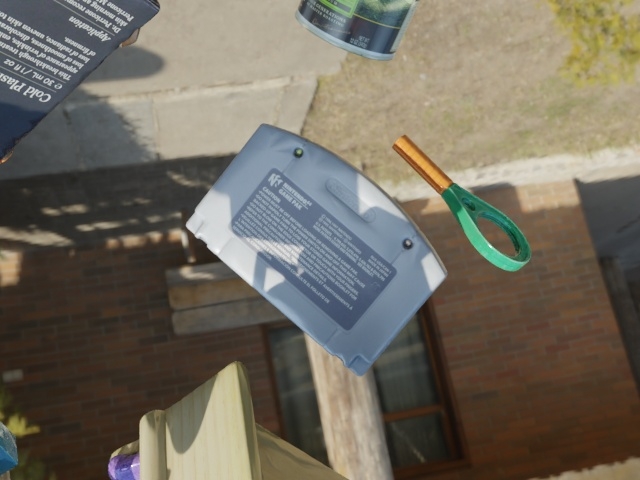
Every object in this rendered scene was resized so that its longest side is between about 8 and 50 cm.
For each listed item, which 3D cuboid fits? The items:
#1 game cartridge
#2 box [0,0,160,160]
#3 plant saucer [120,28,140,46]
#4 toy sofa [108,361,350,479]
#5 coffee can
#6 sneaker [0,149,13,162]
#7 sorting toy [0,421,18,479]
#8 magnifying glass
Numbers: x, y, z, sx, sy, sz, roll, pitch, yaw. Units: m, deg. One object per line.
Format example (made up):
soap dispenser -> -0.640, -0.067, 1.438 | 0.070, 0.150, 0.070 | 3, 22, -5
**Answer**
game cartridge -> 0.000, 0.000, 0.989 | 0.196, 0.294, 0.060 | -51, 172, 13
box -> -0.371, -0.212, 0.631 | 0.312, 0.179, 0.343 | -38, 150, 17
plant saucer -> -0.350, -0.450, 1.538 | 0.029, 0.168, 0.168 | 15, 156, -15
toy sofa -> -0.021, 0.284, 0.752 | 0.177, 0.150, 0.362 | -36, 128, 17
coffee can -> 0.097, -0.484, 1.398 | 0.201, 0.201, 0.275 | 1, 126, -37
sneaker -> -0.494, -0.193, 1.061 | 0.087, 0.221, 0.083 | -16, -171, 45
sorting toy -> -0.247, 0.142, 0.532 | 0.047, 0.196, 0.347 | -33, 128, -9
magnifying glass -> 0.184, -0.051, 1.047 | 0.026, 0.231, 0.092 | -51, 171, 37
